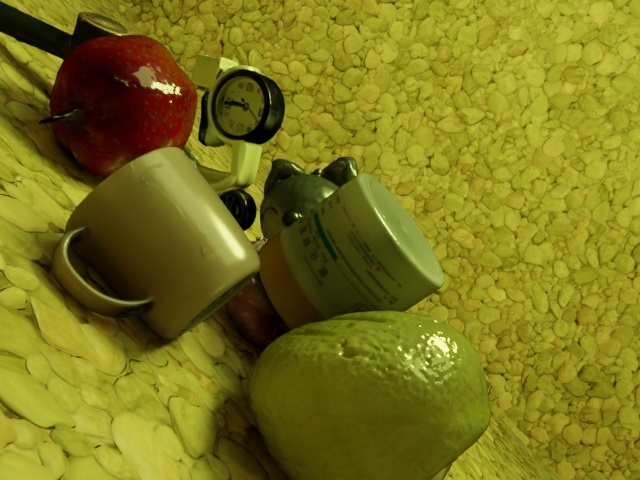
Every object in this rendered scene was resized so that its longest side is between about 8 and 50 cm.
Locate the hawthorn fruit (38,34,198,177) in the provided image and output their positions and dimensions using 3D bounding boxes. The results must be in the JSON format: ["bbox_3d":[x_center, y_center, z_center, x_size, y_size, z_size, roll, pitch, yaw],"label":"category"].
[{"bbox_3d":[-0.365,-0.226,1.121,0.254,0.254,0.300,48,36,10],"label":"hawthorn fruit"}]

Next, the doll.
[{"bbox_3d":[-0.035,-0.003,1.541,0.252,0.382,0.378,7,-8,-3],"label":"doll"}]

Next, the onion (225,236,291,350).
[{"bbox_3d":[-0.093,0.103,1.205,0.227,0.120,0.283,51,18,-20],"label":"onion"}]

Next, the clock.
[{"bbox_3d":[-0.232,-0.229,1.537,0.276,0.379,0.120,23,9,24],"label":"clock"}]

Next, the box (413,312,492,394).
[{"bbox_3d":[0.132,0.251,1.185,0.193,0.084,0.301,44,-34,-10],"label":"box"}]

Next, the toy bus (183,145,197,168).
[{"bbox_3d":[-0.311,-0.132,1.351,0.138,0.097,0.342,45,8,-31],"label":"toy bus"}]

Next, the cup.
[{"bbox_3d":[-0.218,0.021,0.861,0.200,0.191,0.253,50,38,4],"label":"cup"}]

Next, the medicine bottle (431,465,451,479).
[{"bbox_3d":[0.174,0.402,1.187,0.114,0.114,0.252,49,7,18],"label":"medicine bottle"}]

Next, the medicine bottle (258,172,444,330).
[{"bbox_3d":[0.051,0.041,1.110,0.238,0.232,0.238,46,19,-20],"label":"medicine bottle"}]

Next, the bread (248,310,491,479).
[{"bbox_3d":[0.061,0.208,0.881,0.320,0.320,0.237,-77,143,-81],"label":"bread"}]

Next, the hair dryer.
[{"bbox_3d":[-0.565,-0.391,1.277,0.352,0.189,0.107,23,23,-9],"label":"hair dryer"}]
